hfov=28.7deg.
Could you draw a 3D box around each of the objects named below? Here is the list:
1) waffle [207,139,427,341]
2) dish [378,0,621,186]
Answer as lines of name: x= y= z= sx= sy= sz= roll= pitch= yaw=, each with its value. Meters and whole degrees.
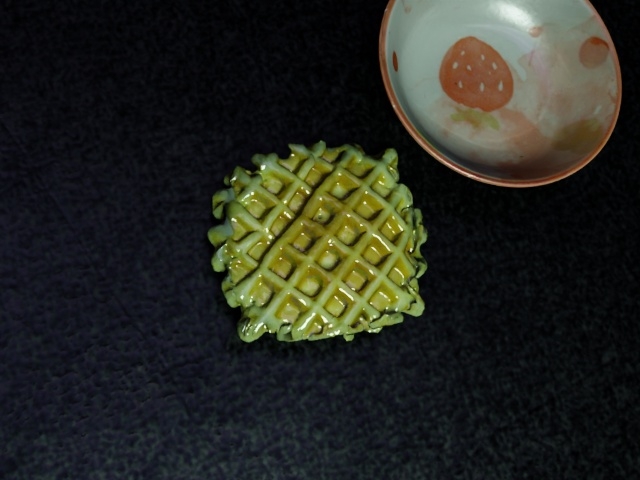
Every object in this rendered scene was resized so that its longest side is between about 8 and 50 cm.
waffle: x=0.000 y=0.000 z=1.194 sx=0.214 sy=0.054 sz=0.207 roll=-5 pitch=70 yaw=-13
dish: x=0.171 y=-0.165 z=1.278 sx=0.260 sy=0.085 sz=0.260 roll=5 pitch=72 yaw=-15
